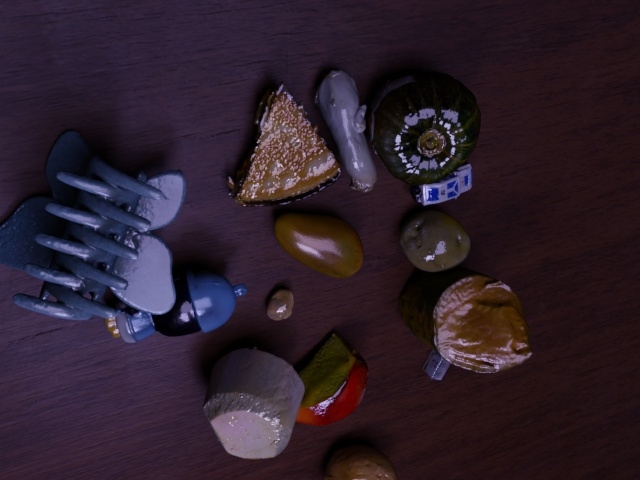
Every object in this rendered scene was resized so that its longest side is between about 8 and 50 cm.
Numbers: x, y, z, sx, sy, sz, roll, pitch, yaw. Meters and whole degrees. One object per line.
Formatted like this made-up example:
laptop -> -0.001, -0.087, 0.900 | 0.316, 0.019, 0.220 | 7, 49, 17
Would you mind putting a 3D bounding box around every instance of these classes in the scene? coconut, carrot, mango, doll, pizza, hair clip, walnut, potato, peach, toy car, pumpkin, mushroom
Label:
coconut -> -0.161, 0.384, 1.860 | 0.239, 0.244, 0.239 | 4, 126, 5
carrot -> 0.362, 0.192, 1.956 | 0.242, 0.341, 0.241 | -5, 102, -21
mango -> 0.000, 0.000, 1.789 | 0.253, 0.113, 0.138 | 28, 107, -28
doll -> -0.319, 0.145, 1.702 | 0.314, 0.141, 0.177 | -12, 155, -7
pizza -> -0.106, -0.184, 1.652 | 0.251, 0.074, 0.287 | -36, 126, -4
hair clip -> -0.425, -0.013, 1.443 | 0.392, 0.238, 0.318 | 22, 100, -13
walnut -> 0.111, 0.694, 2.202 | 0.222, 0.195, 0.195 | 20, 108, -32
potato -> -0.097, 0.158, 1.869 | 0.068, 0.062, 0.083 | 7, 94, -45
potato -> 0.298, 0.008, 1.928 | 0.194, 0.157, 0.157 | 18, 110, -46
peach -> 0.019, 0.399, 1.987 | 0.267, 0.154, 0.158 | -46, 131, -7
toy car -> 0.302, -0.139, 1.878 | 0.171, 0.070, 0.080 | -19, 125, -16
pumpkin -> 0.234, -0.261, 1.714 | 0.260, 0.189, 0.260 | 0, 126, 0
mushroom -> 0.061, -0.236, 1.663 | 0.099, 0.096, 0.278 | -20, 105, -5

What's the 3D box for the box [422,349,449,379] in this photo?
box -> 0.365, 0.296, 2.172 | 0.040, 0.055, 0.218 | 13, 112, -33
